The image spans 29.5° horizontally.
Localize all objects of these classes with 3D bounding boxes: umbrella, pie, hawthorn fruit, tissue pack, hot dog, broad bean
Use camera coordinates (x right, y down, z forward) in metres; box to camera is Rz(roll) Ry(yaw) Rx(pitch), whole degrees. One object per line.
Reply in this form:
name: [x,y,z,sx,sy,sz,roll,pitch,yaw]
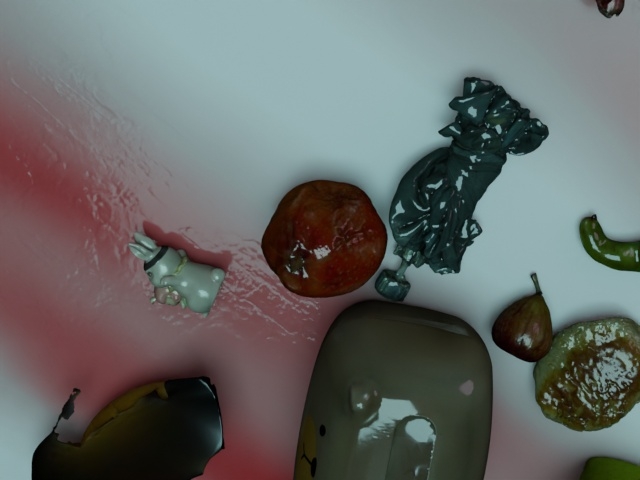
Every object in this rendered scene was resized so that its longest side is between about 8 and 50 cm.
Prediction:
umbrella: [0.180,-0.057,1.709,0.143,0.094,0.349,32,108,2]
pie: [0.400,0.196,1.777,0.163,0.079,0.193,37,106,-2]
hawthorn fruit: [0.004,-0.006,1.687,0.179,0.173,0.173,11,112,-45]
tissue pack: [0.101,0.297,1.718,0.267,0.277,0.387,10,107,-3]
hot dog: [-0.278,0.293,1.825,0.326,0.107,0.194,-12,95,16]
broad bean: [0.469,0.021,1.738,0.213,0.048,0.070,18,106,1]

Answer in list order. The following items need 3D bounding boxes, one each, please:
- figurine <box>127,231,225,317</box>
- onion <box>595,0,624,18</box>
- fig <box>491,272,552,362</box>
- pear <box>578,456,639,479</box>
figurine: [-0.220,0.059,1.765,0.146,0.081,0.098,22,106,-4]
onion: [0.354,-0.393,1.597,0.173,0.135,0.198,-16,119,4]
fig: [0.305,0.111,1.762,0.088,0.089,0.125,25,87,-4]
pear: [0.489,0.527,1.772,0.318,0.238,0.343,12,106,14]
